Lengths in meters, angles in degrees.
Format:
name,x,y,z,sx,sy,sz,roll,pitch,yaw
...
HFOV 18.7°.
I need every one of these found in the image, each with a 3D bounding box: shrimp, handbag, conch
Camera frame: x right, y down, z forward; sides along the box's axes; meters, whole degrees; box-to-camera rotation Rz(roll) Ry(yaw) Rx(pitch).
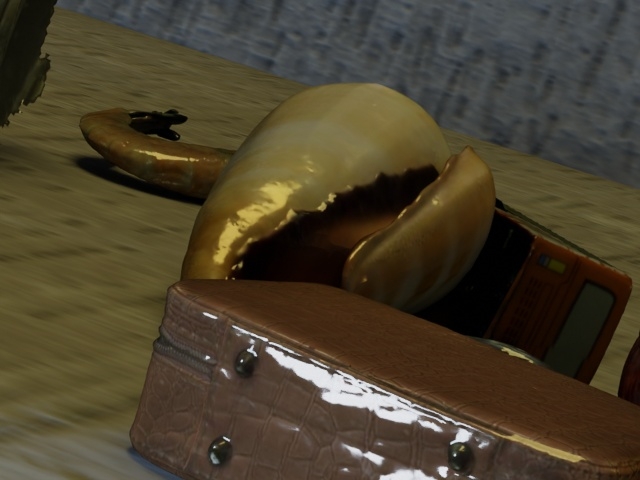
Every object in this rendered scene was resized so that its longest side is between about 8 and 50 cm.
name,x,y,z,sx,sy,sz,roll,pitch,yaw
shrimp,-0.081,-0.057,1.472,0.219,0.046,0.152,12,12,-23
handbag,0.040,0.076,0.739,0.193,0.072,0.151,19,8,30
conch,-0.001,0.009,1.047,0.158,0.127,0.255,20,34,19

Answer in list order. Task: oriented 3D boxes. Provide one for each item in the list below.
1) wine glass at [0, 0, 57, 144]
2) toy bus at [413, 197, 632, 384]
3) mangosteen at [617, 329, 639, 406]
name,x,y,z,sx,sy,sz,roll,pitch,yaw
wine glass,-0.336,-0.208,1.343,0.323,0.238,0.238,21,8,-2
toy bus,0.066,-0.003,1.238,0.092,0.093,0.409,22,7,-20
mangosteen,0.215,0.089,0.854,0.145,0.181,0.156,-31,5,-16
